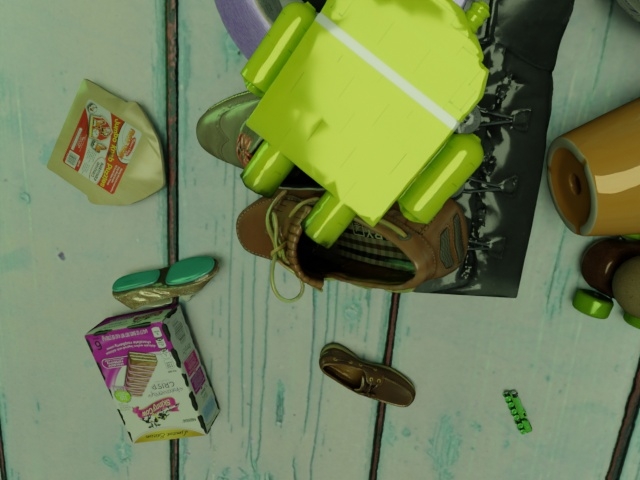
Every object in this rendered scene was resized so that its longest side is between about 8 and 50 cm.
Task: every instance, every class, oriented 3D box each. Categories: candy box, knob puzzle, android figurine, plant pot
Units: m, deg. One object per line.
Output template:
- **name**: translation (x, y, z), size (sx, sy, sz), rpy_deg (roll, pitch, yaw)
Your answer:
- **candy box**: translation (-0.299, 0.244, 0.829), size (0.159, 0.071, 0.233), rpy_deg (-12, 106, 13)
- **knob puzzle**: translation (-0.340, -0.144, 0.769), size (0.213, 0.030, 0.213), rpy_deg (2, 103, 9)
- **android figurine**: translation (0.043, -0.132, 0.450), size (0.248, 0.056, 0.273), rpy_deg (38, 105, 3)
- **plant pot**: translation (0.396, -0.088, 0.555), size (0.188, 0.205, 0.205), rpy_deg (-15, 101, 6)

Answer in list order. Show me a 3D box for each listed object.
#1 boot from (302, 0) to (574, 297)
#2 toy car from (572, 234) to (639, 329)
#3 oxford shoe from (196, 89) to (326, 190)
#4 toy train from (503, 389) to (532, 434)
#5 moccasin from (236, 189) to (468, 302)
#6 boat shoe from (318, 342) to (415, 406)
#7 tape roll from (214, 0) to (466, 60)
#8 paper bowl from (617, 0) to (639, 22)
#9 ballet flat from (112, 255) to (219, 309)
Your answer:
- **boot**: translation (0.125, -0.151, 0.644), size (0.367, 0.146, 0.445), rpy_deg (11, 115, 18)
- **toy car**: translation (0.448, 0.063, 0.603), size (0.149, 0.188, 0.155), rpy_deg (15, 106, 6)
- **oxford shoe**: translation (-0.071, -0.137, 0.617), size (0.348, 0.130, 0.123), rpy_deg (12, 120, 37)
- **toy train**: translation (0.331, 0.287, 0.768), size (0.024, 0.017, 0.083), rpy_deg (-24, 99, 5)
- **moccasin**: translation (0.000, 0.003, 0.621), size (0.380, 0.147, 0.139), rpy_deg (14, 122, 43)
- **boat shoe**: translation (0.076, 0.239, 0.777), size (0.178, 0.060, 0.064), rpy_deg (26, 107, 3)
- **tape roll**: translation (0.023, -0.295, 0.487), size (0.275, 0.090, 0.274), rpy_deg (5, 110, 13)
- **paper bowl**: translation (0.469, -0.375, 0.512), size (0.284, 0.148, 0.284), rpy_deg (2, 105, 9)
- **ballet flat**: translation (-0.260, 0.078, 0.801), size (0.206, 0.073, 0.067), rpy_deg (-11, 129, 15)
